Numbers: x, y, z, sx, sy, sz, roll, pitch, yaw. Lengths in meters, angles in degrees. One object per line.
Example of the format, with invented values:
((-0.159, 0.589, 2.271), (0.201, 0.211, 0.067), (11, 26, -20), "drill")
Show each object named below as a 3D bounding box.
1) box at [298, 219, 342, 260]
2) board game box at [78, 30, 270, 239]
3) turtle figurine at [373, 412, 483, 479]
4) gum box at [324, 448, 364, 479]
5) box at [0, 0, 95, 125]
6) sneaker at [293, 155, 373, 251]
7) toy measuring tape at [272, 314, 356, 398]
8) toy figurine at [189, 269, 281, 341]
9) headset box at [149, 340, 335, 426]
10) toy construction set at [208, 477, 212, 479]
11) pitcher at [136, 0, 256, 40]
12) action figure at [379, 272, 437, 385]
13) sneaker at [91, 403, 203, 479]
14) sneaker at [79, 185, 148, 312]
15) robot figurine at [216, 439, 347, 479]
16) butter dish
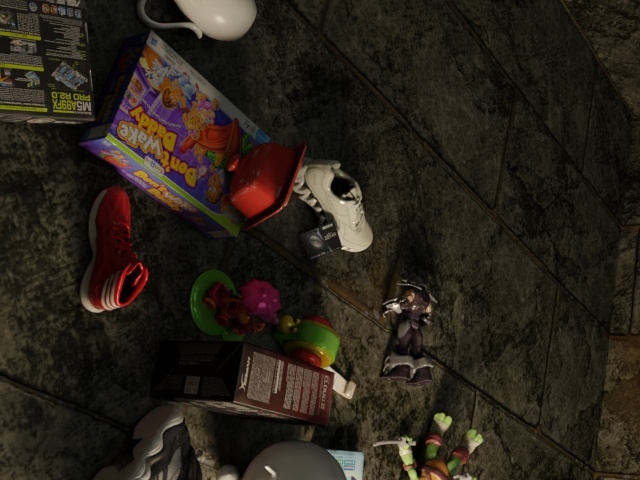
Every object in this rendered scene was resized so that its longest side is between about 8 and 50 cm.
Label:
((0.000, 0.000, 1.933), (0.083, 0.018, 0.067), (-21, 107, -11), "box")
((-0.257, -0.186, 1.619), (0.347, 0.078, 0.233), (39, 57, -42), "board game box")
((0.301, 0.534, 2.153), (0.266, 0.198, 0.274), (-48, 126, -47), "turtle figurine")
((0.030, 0.559, 1.932), (0.157, 0.041, 0.184), (20, 70, -49), "gum box")
((-0.488, -0.295, 1.358), (0.270, 0.060, 0.216), (-6, 92, -51), "box")
((0.050, -0.077, 1.965), (0.292, 0.118, 0.110), (50, 48, -38), "sneaker")
((0.016, 0.257, 1.889), (0.330, 0.121, 0.121), (47, 52, -38), "toy measuring tape")
((-0.140, 0.133, 1.668), (0.173, 0.159, 0.130), (59, 45, -30), "toy figurine")
((-0.131, 0.271, 1.619), (0.293, 0.218, 0.110), (27, 66, -46), "headset box")
((-0.241, 0.517, 1.361), (0.308, 0.258, 0.237), (-65, 150, -31), "toy construction set")
((-0.237, -0.450, 1.657), (0.207, 0.125, 0.177), (31, 83, -34), "pitcher")
((0.223, 0.214, 2.174), (0.185, 0.099, 0.284), (24, 64, -40), "action figure")
((-0.292, 0.423, 1.492), (0.153, 0.101, 0.268), (59, 43, -25), "sneaker")
((-0.329, 0.012, 1.468), (0.087, 0.128, 0.221), (15, 75, -50), "sneaker")
((-0.052, 0.495, 1.636), (0.353, 0.300, 0.199), (99, 6, -62), "robot figurine")
((-0.120, -0.122, 1.627), (0.118, 0.160, 0.160), (29, 61, -21), "butter dish")
